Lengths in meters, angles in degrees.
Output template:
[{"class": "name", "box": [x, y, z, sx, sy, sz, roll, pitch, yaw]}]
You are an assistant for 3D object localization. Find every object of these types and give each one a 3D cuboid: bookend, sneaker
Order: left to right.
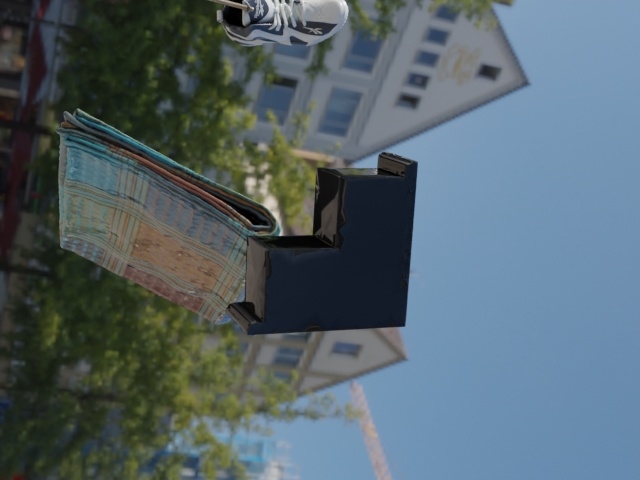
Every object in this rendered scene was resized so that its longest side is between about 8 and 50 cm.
[{"class": "sneaker", "box": [-0.078, -0.406, 1.787, 0.153, 0.234, 0.094, -2, 94, -73]}, {"class": "bookend", "box": [0.000, 0.000, 0.917, 0.072, 0.157, 0.156, -149, -120, -65]}]

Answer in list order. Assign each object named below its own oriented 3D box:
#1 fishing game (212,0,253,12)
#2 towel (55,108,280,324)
[{"class": "fishing game", "box": [-0.152, -0.451, 1.597, 0.264, 0.189, 0.041, 120, -19, -63]}, {"class": "towel", "box": [-0.203, -0.006, 1.241, 0.040, 0.271, 0.370, -64, -176, -26]}]
